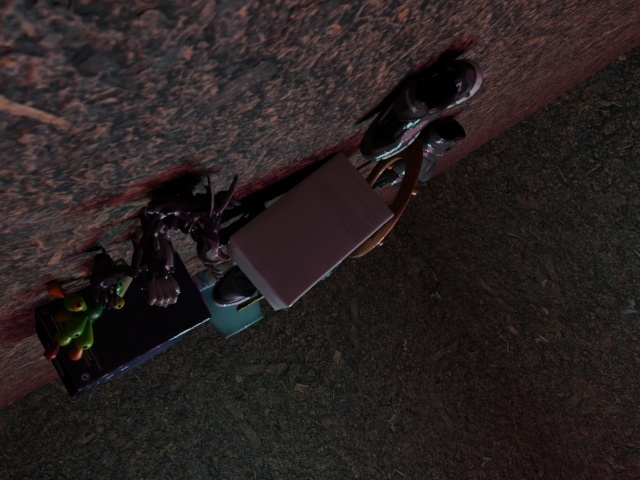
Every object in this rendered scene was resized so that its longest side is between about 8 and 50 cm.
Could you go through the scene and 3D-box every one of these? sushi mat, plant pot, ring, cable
[{"bbox_3d":[-0.098,0.118,1.327,0.151,0.019,0.316,-31,176,29],"label":"sushi mat"},{"bbox_3d":[-0.372,0.250,1.939,0.272,0.255,0.271,-29,176,-2],"label":"plant pot"},{"bbox_3d":[0.155,-0.104,1.176,0.336,0.032,0.336,-56,-164,25],"label":"ring"},{"bbox_3d":[-0.183,-0.024,1.080,0.184,0.047,0.150,-32,174,26],"label":"cable"}]

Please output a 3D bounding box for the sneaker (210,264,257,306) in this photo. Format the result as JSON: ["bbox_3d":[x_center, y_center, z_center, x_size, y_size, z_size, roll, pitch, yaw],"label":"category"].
[{"bbox_3d":[-0.174,0.085,1.258,0.269,0.101,0.153,-31,178,-14],"label":"sneaker"}]

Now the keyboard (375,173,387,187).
[{"bbox_3d":[0.184,-0.200,1.752,0.202,0.033,0.317,-27,177,-22],"label":"keyboard"}]

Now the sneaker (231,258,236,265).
[{"bbox_3d":[-0.175,0.022,1.566,0.145,0.090,0.270,-30,174,36],"label":"sneaker"}]

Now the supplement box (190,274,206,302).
[{"bbox_3d":[-0.487,0.205,1.467,0.114,0.111,0.220,-32,177,35],"label":"supplement box"}]

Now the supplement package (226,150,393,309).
[{"bbox_3d":[-0.029,-0.014,0.995,0.293,0.177,0.175,-39,180,-17],"label":"supplement package"}]

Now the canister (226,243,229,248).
[{"bbox_3d":[-0.158,-0.014,1.251,0.170,0.073,0.126,-30,177,41],"label":"canister"}]

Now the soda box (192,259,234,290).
[{"bbox_3d":[-0.378,0.126,1.683,0.063,0.058,0.183,-31,177,34],"label":"soda box"}]

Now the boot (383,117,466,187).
[{"bbox_3d":[0.334,-0.262,1.379,0.223,0.118,0.338,-37,177,34],"label":"boot"}]

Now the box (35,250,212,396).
[{"bbox_3d":[-0.444,0.194,1.058,0.294,0.182,0.296,-29,178,-35],"label":"box"}]

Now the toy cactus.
[{"bbox_3d":[-0.404,0.106,0.835,0.219,0.112,0.180,-51,-171,29],"label":"toy cactus"}]

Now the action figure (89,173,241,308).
[{"bbox_3d":[-0.202,0.012,0.665,0.276,0.140,0.164,-27,177,35],"label":"action figure"}]

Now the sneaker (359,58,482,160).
[{"bbox_3d":[0.146,-0.213,0.762,0.234,0.078,0.106,-35,172,27],"label":"sneaker"}]

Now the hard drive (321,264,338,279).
[{"bbox_3d":[0.000,0.000,1.450,0.237,0.064,0.339,4,137,-36],"label":"hard drive"}]
